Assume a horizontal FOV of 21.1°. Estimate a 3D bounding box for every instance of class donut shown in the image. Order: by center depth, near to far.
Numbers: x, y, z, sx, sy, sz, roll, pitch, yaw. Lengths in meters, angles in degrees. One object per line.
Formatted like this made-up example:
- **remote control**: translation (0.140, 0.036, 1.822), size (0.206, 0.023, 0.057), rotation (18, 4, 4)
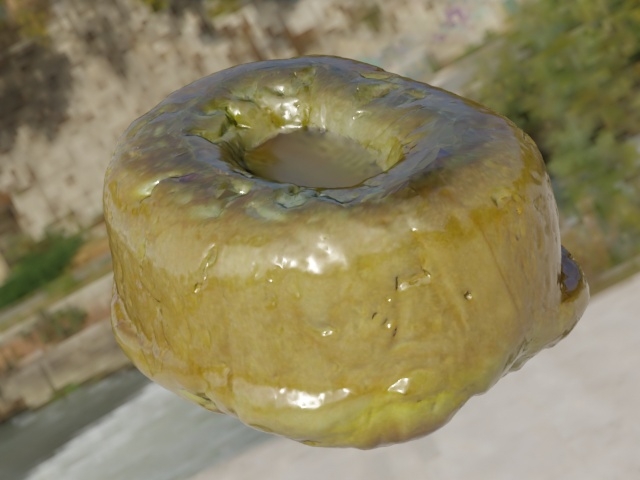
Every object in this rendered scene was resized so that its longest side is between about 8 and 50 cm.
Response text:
- **donut**: translation (0.000, 0.000, 0.878), size (0.261, 0.128, 0.208), rotation (20, 41, 41)
